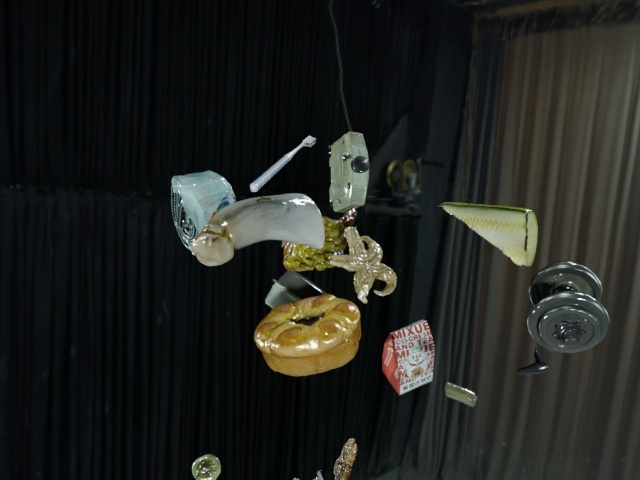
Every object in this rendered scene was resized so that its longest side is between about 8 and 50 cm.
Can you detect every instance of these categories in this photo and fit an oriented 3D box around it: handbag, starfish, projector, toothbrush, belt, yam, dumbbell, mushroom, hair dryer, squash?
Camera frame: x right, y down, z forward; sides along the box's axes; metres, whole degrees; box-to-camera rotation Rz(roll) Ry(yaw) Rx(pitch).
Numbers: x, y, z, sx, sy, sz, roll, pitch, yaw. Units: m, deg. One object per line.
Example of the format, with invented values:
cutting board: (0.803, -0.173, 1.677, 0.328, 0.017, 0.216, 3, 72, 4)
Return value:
handbag: (0.340, 0.444, 2.002, 0.171, 0.298, 0.151, -19, 40, -15)
starfish: (0.074, 0.681, 1.548, 0.043, 0.240, 0.227, 19, 43, 3)
starfish: (0.094, 0.051, 1.110, 0.150, 0.053, 0.209, 9, 44, 0)
projector: (0.099, -0.247, 1.851, 0.088, 0.269, 0.193, 4, -11, -24)
toothbrush: (-0.108, -0.235, 1.542, 0.030, 0.025, 0.342, 21, 43, 21)
belt: (-0.353, -0.088, 1.545, 0.150, 0.257, 0.207, -23, 59, -35)
yam: (0.403, 0.443, 1.477, 0.094, 0.043, 0.043, 16, 10, 22)
dumbbell: (0.655, 0.179, 1.370, 0.192, 0.192, 0.290, 7, 32, 17)
mushroom: (-0.173, -0.036, 1.383, 0.397, 0.177, 0.126, -11, -30, -38)
hair dryer: (0.575, 0.329, 1.394, 0.079, 0.031, 0.083, -19, 22, 27)
squash: (0.467, -0.033, 1.436, 0.252, 0.169, 0.093, 10, 31, 39)

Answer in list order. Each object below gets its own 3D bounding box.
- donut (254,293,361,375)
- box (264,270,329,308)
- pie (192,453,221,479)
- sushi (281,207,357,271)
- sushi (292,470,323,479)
donut: (-0.031, 0.278, 1.542, 0.317, 0.150, 0.299, 5, 31, 43)
box: (-0.076, 0.236, 2.014, 0.221, 0.166, 0.290, 35, -3, 16)
pie: (-0.318, 0.642, 1.441, 0.085, 0.085, 0.017, 3, 5, -13)
sushi: (-0.002, 0.003, 1.753, 0.296, 0.166, 0.179, -17, 10, -27)
sushi: (-0.076, 1.036, 1.995, 0.184, 0.139, 0.274, 34, 31, 26)
